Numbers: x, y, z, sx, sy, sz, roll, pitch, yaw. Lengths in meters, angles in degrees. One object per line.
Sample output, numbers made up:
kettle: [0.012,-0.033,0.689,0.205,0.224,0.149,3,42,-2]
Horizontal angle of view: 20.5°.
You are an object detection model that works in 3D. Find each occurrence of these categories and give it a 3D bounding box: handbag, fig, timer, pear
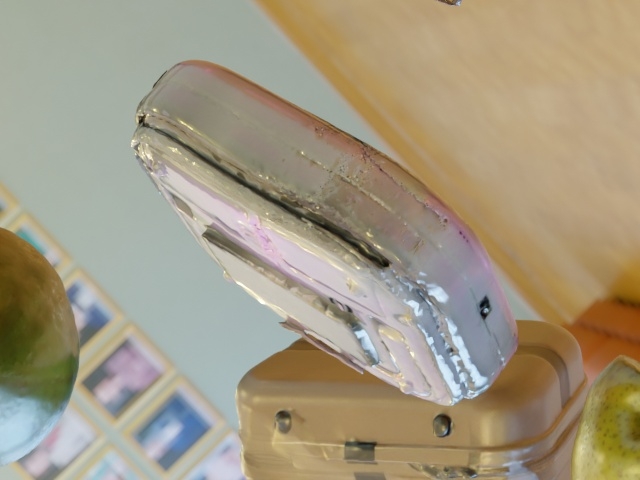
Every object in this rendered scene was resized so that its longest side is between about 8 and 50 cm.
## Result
handbag: [0.102,0.151,1.593,0.302,0.283,0.149,-3,104,31]
fig: [-0.201,0.052,0.931,0.151,0.151,0.259,46,169,-1]
timer: [0.000,0.000,0.902,0.208,0.069,0.191,29,163,30]
pear: [0.184,0.132,0.909,0.141,0.104,0.141,33,180,0]

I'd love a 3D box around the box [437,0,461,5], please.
box: [0.075,-0.218,1.295,0.084,0.060,0.063,18,-151,5]
